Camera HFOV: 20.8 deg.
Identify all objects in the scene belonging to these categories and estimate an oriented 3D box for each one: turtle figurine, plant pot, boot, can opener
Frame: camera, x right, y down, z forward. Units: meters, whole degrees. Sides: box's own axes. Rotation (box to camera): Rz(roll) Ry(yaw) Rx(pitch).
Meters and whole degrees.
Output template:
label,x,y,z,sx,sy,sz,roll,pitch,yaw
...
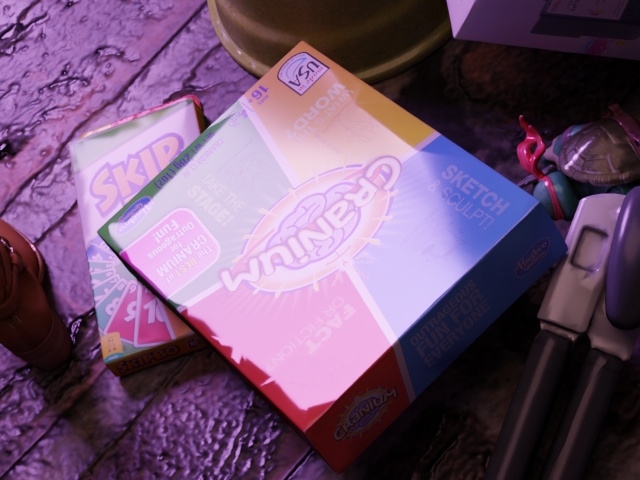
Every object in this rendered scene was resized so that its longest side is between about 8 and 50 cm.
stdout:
label,x,y,z,sx,sy,sz,roll,pitch,yaw
turtle figurine,0.247,-0.051,1.352,0.234,0.118,0.175,-25,56,-3
plant pot,-0.012,-0.311,1.503,0.276,0.254,0.276,-9,59,15
boot,-0.287,0.011,1.475,0.073,0.152,0.197,-40,56,-5
can opener,0.181,0.093,1.260,0.076,0.095,0.283,20,82,11

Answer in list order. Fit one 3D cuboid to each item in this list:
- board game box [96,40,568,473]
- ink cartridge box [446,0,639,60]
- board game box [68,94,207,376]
label,x,y,z,sx,sy,sz,roll,pitch,yaw
board game box,0.000,0.000,1.356,0.242,0.064,0.316,-44,45,-8
ink cartridge box,0.202,-0.258,1.370,0.353,0.119,0.207,5,54,-19
board game box,-0.145,-0.015,1.514,0.124,0.039,0.259,-19,54,7
